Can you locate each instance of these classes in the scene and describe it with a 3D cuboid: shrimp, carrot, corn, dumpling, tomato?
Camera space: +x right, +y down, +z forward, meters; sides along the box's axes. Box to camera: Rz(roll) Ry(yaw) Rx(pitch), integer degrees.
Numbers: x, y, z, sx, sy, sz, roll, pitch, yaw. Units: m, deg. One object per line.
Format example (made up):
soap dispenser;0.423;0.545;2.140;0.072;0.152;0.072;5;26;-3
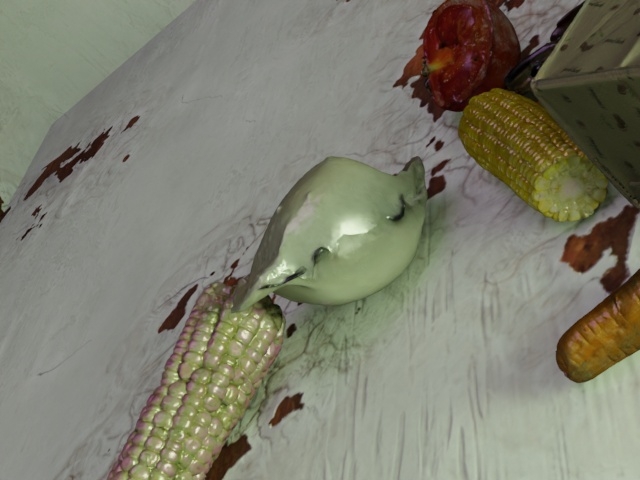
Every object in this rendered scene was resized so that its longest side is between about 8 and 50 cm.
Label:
shrimp;0.330;-0.262;1.256;0.253;0.058;0.173;-34;19;19
carrot;0.271;0.055;0.871;0.186;0.060;0.060;-45;24;18
corn;-0.149;0.203;1.258;0.127;0.126;0.335;-9;48;53
dumpling;-0.001;-0.006;1.246;0.227;0.243;0.175;159;108;-65
tomato;0.206;-0.238;1.377;0.139;0.091;0.159;-32;54;49
corn;0.223;-0.099;1.134;0.093;0.093;0.244;-44;26;5

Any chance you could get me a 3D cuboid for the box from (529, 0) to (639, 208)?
box;0.376;-0.194;0.917;0.297;0.190;0.225;-54;24;-16
